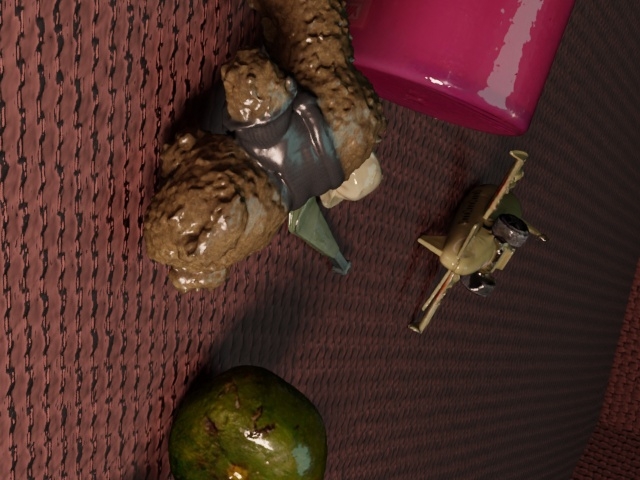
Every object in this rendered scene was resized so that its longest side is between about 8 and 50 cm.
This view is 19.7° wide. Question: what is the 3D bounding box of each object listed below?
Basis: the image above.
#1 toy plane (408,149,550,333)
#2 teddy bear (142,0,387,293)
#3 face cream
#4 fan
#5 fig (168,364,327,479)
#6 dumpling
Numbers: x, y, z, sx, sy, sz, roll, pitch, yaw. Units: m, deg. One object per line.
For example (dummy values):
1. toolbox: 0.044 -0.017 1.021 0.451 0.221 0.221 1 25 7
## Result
1. toy plane: 0.178 -0.008 2.027 0.256 0.104 0.242 -26 148 -59
2. teddy bear: -0.025 -0.079 1.192 0.182 0.129 0.251 72 39 -62
3. face cream: 0.110 -0.198 1.422 0.175 0.175 0.195 31 78 -74
4. fan: 0.000 0.000 1.577 0.038 0.016 0.193 -65 162 -11
5. fig: -0.050 0.147 1.406 0.156 0.123 0.123 -64 168 -67
6. dumpling: 0.021 -0.058 1.545 0.076 0.057 0.052 -157 -133 -81
